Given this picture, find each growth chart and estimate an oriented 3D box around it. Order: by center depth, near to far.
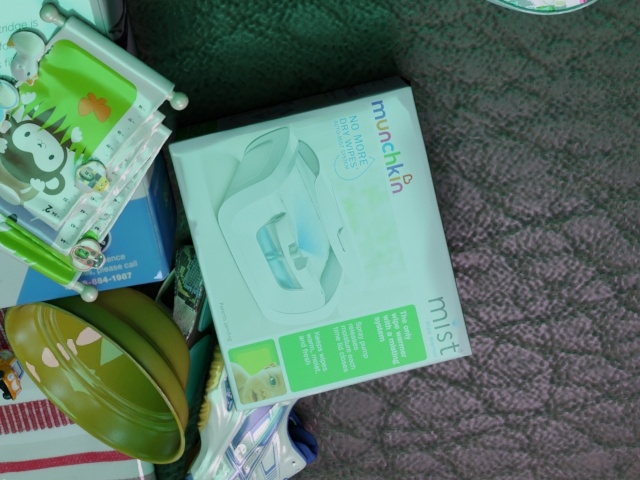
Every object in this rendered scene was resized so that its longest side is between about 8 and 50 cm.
[{"bbox_3d":[-0.227,-0.077,1.700,0.172,0.021,0.237,25,110,-12],"label":"growth chart"}]

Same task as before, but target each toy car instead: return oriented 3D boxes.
[{"bbox_3d":[-0.327,0.098,1.911,0.040,0.060,0.122,-37,120,-21],"label":"toy car"}]

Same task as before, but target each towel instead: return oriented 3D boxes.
[{"bbox_3d":[-0.305,0.166,1.985,0.237,0.037,0.329,-9,114,4],"label":"towel"}]

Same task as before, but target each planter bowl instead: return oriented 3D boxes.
[{"bbox_3d":[-0.193,0.108,1.867,0.217,0.090,0.217,28,148,20],"label":"planter bowl"}]

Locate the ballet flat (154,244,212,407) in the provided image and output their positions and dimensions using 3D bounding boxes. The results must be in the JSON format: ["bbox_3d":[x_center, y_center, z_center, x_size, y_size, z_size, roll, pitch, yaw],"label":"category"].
[{"bbox_3d":[-0.139,0.086,1.939,0.070,0.070,0.188,15,112,-6],"label":"ballet flat"}]

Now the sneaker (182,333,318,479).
[{"bbox_3d":[-0.073,0.233,1.970,0.131,0.112,0.296,13,115,-5],"label":"sneaker"}]

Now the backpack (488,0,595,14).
[{"bbox_3d":[0.193,-0.325,1.681,0.225,0.191,0.253,24,118,-11],"label":"backpack"}]

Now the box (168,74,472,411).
[{"bbox_3d":[0.000,0.000,1.820,0.231,0.127,0.262,-13,100,0],"label":"box"}]

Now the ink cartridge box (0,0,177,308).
[{"bbox_3d":[-0.312,-0.146,1.770,0.286,0.166,0.394,-9,114,4],"label":"ink cartridge box"}]
